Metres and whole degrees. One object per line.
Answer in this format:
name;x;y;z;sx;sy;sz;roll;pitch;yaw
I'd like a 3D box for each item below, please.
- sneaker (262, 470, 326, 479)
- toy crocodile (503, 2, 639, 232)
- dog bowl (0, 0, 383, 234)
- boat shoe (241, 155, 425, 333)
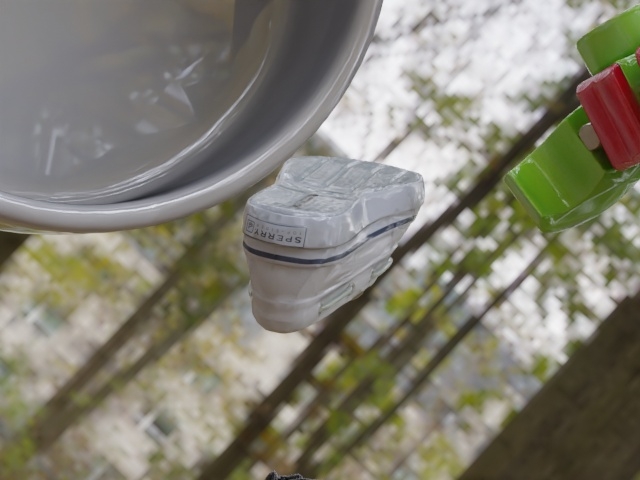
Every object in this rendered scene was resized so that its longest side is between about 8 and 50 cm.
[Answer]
sneaker;-0.004;0.192;1.182;0.058;0.084;0.152;14;8;-29
toy crocodile;0.233;-0.101;1.094;0.340;0.105;0.115;-30;-94;50
dog bowl;-0.110;-0.134;0.818;0.265;0.265;0.104;46;-16;-13
boat shoe;0.000;0.000;1.122;0.083;0.076;0.226;13;13;18
